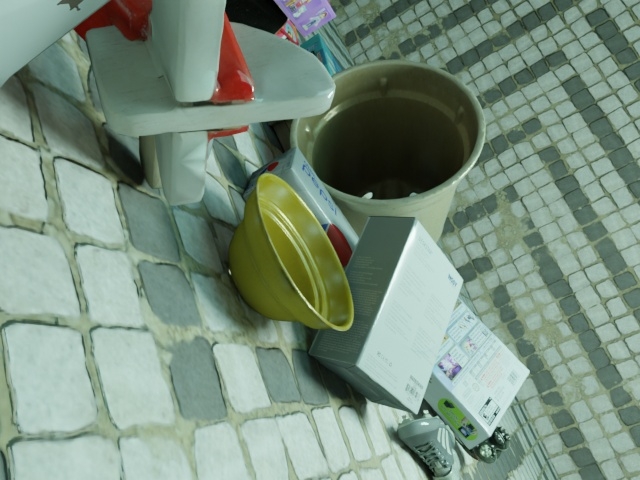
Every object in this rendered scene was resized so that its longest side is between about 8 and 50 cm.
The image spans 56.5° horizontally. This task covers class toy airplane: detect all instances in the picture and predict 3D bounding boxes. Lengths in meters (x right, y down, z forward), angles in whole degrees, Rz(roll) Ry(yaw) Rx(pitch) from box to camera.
[{"bbox_3d":[-0.117,-0.222,0.457,0.272,0.386,0.384,-33,113,-34],"label":"toy airplane"}]

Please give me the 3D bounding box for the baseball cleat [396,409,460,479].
[{"bbox_3d":[0.192,0.351,0.990,0.206,0.072,0.109,35,35,-52],"label":"baseball cleat"}]

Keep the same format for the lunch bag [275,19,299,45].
[{"bbox_3d":[-0.151,-0.480,1.061,0.258,0.120,0.292,-3,73,-76],"label":"lunch bag"}]

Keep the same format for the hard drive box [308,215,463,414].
[{"bbox_3d":[0.107,0.108,0.878,0.181,0.089,0.232,46,60,-40],"label":"hard drive box"}]

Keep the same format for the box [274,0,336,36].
[{"bbox_3d":[-0.092,-0.401,0.708,0.293,0.057,0.200,28,36,-64],"label":"box"}]

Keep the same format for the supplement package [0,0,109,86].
[{"bbox_3d":[-0.269,-0.189,0.249,0.262,0.199,0.198,63,17,4],"label":"supplement package"}]

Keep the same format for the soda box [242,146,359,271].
[{"bbox_3d":[0.000,0.000,0.949,0.286,0.091,0.098,55,18,-22],"label":"soda box"}]

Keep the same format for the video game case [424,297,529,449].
[{"bbox_3d":[0.272,0.237,1.179,0.244,0.061,0.270,49,35,12],"label":"video game case"}]

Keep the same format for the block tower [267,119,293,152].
[{"bbox_3d":[-0.002,-0.224,1.318,0.097,0.091,0.335,65,17,13],"label":"block tower"}]

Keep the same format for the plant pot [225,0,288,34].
[{"bbox_3d":[-0.175,-0.340,0.856,0.167,0.188,0.187,36,27,-31],"label":"plant pot"}]

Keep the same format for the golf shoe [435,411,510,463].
[{"bbox_3d":[0.272,0.342,1.246,0.272,0.105,0.120,58,-17,18],"label":"golf shoe"}]

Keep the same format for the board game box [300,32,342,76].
[{"bbox_3d":[0.046,-0.473,1.901,0.253,0.079,0.336,49,21,-38],"label":"board game box"}]

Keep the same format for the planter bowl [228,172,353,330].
[{"bbox_3d":[-0.051,0.032,0.743,0.217,0.090,0.217,53,18,-26],"label":"planter bowl"}]

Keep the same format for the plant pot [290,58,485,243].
[{"bbox_3d":[0.133,-0.117,1.148,0.305,0.334,0.333,75,-3,-57],"label":"plant pot"}]
